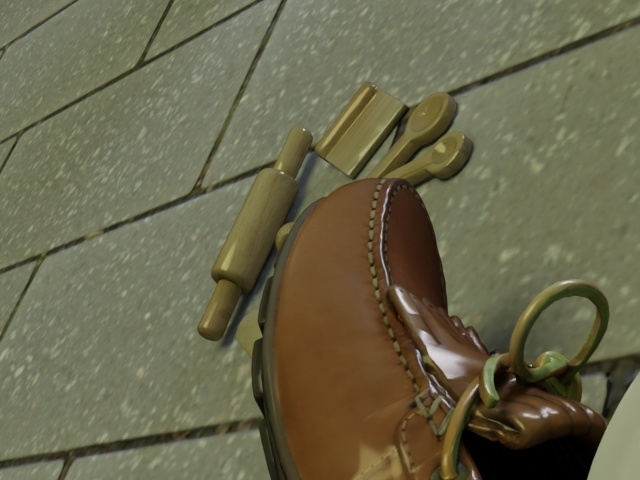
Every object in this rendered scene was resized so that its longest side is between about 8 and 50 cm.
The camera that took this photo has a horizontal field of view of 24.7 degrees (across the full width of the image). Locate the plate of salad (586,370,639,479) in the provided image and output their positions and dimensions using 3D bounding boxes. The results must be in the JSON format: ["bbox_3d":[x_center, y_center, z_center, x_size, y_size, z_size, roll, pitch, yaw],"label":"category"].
[{"bbox_3d":[0.154,0.094,0.358,0.200,0.048,0.200,-7,79,38],"label":"plate of salad"}]

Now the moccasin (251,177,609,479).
[{"bbox_3d":[0.061,0.100,0.539,0.147,0.139,0.380,-25,32,11],"label":"moccasin"}]

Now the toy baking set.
[{"bbox_3d":[-0.003,-0.001,0.886,0.197,0.030,0.256,-7,51,56],"label":"toy baking set"}]
